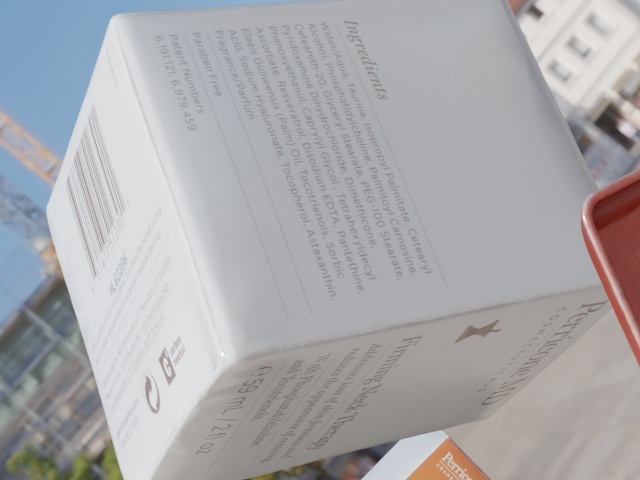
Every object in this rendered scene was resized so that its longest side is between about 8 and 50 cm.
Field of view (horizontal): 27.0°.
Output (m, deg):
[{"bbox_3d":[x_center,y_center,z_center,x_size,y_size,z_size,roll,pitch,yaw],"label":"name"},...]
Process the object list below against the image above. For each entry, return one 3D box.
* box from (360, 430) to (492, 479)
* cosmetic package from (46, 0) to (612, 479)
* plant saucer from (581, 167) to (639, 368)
[{"bbox_3d":[0.092,0.421,1.632,0.345,0.215,0.168,-45,4,-5],"label":"box"},{"bbox_3d":[0.000,0.000,1.228,0.394,0.327,0.329,-9,-26,-26],"label":"cosmetic package"},{"bbox_3d":[0.277,0.051,0.760,0.258,0.259,0.048,-26,2,-27],"label":"plant saucer"}]
